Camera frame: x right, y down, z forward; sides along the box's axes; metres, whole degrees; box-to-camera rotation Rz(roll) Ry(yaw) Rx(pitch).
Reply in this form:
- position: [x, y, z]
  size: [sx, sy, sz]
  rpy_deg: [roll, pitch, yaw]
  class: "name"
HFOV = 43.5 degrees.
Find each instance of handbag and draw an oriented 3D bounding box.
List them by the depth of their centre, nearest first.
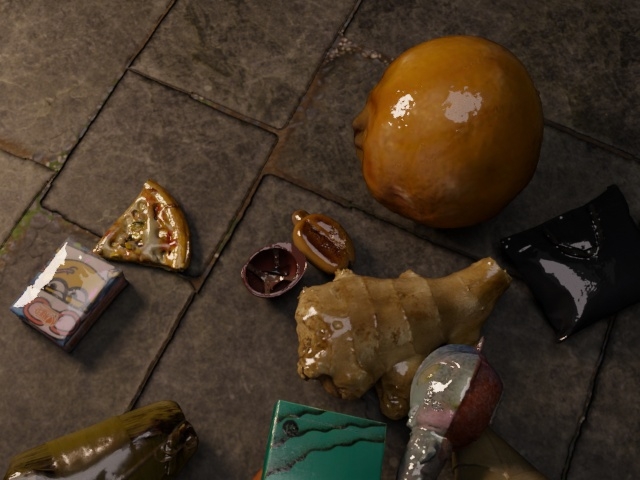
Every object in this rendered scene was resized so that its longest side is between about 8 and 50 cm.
- position: [0.465, 0.034, 1.389]
  size: [0.254, 0.088, 0.211]
  rpy_deg: [-24, 72, -10]
  class: "handbag"

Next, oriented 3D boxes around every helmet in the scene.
- position: [-0.076, 0.059, 1.354]
  size: [0.111, 0.057, 0.089]
  rpy_deg: [-30, 68, -10]
  class: "helmet"

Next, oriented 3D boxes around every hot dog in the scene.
- position: [-0.001, 0.002, 1.388]
  size: [0.140, 0.060, 0.090]
  rpy_deg: [40, 65, 6]
  class: "hot dog"

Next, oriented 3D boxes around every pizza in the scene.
- position: [-0.316, -0.020, 1.384]
  size: [0.176, 0.036, 0.184]
  rpy_deg: [-10, 67, -8]
  class: "pizza"

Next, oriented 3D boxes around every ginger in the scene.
- position: [0.145, 0.147, 1.278]
  size: [0.376, 0.166, 0.236]
  rpy_deg: [-9, 59, -2]
  class: "ginger"

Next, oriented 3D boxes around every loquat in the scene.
- position: [0.216, -0.180, 1.344]
  size: [0.328, 0.328, 0.328]
  rpy_deg: [1, 66, -3]
  class: "loquat"

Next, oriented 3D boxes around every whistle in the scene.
- position: [0.171, 0.284, 1.162]
  size: [0.134, 0.142, 0.346]
  rpy_deg: [36, 64, -12]
  class: "whistle"

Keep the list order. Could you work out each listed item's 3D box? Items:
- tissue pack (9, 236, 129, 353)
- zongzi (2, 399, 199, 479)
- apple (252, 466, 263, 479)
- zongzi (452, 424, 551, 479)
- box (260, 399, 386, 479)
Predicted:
- position: [-0.409, 0.088, 1.314]
  size: [0.115, 0.065, 0.155]
  rpy_deg: [31, 67, 10]
  class: "tissue pack"
- position: [-0.282, 0.409, 1.161]
  size: [0.274, 0.145, 0.300]
  rpy_deg: [-19, 85, -17]
  class: "zongzi"
- position: [-0.015, 0.398, 1.152]
  size: [0.201, 0.162, 0.201]
  rpy_deg: [1, 64, -2]
  class: "apple"
- position: [0.442, 0.456, 1.157]
  size: [0.500, 0.218, 0.467]
  rpy_deg: [11, 51, -8]
  class: "zongzi"
- position: [-0.002, 0.341, 1.072]
  size: [0.161, 0.042, 0.226]
  rpy_deg: [14, 61, -9]
  class: "box"
